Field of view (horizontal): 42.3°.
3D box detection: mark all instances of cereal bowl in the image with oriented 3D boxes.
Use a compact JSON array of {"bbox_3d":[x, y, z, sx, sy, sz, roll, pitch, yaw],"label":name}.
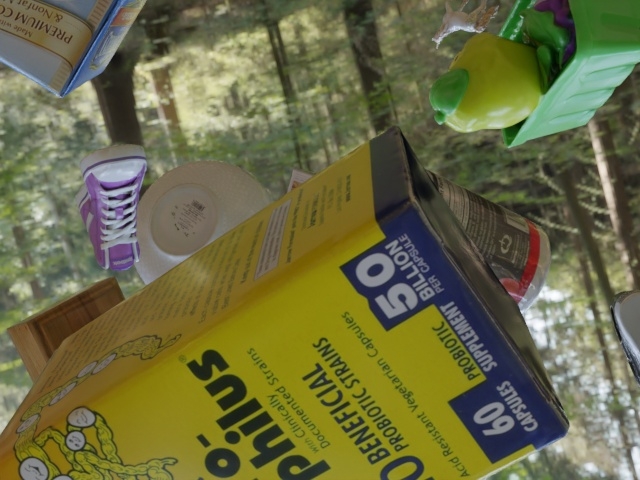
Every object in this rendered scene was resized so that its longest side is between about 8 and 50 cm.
[{"bbox_3d":[-0.263,-0.022,1.762,0.339,0.338,0.141,-14,160,14],"label":"cereal bowl"}]

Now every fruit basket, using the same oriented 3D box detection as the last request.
[{"bbox_3d":[0.367,-0.333,1.524,0.392,0.282,0.392,-3,160,-1],"label":"fruit basket"}]

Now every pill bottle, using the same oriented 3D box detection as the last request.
[{"bbox_3d":[0.161,-0.004,1.214,0.319,0.176,0.176,24,169,-18],"label":"pill bottle"}]

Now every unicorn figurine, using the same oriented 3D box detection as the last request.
[{"bbox_3d":[0.296,-0.471,1.758,0.060,0.111,0.162,21,-179,-32],"label":"unicorn figurine"}]

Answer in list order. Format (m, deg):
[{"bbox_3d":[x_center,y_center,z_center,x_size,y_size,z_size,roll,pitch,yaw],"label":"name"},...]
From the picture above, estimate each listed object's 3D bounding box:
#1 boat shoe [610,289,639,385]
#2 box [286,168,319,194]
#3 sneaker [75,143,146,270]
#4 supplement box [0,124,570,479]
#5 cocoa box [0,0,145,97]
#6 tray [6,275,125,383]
[{"bbox_3d":[0.466,0.172,1.150,0.080,0.228,0.076,-29,-178,3],"label":"boat shoe"},{"bbox_3d":[0.000,0.000,1.338,0.114,0.203,0.103,22,-171,34],"label":"box"},{"bbox_3d":[-0.317,-0.042,1.315,0.102,0.161,0.282,-13,167,-22],"label":"sneaker"},{"bbox_3d":[-0.035,0.107,0.623,0.357,0.194,0.195,-33,-163,14],"label":"supplement box"},{"bbox_3d":[-0.286,-0.307,0.660,0.228,0.347,0.231,-56,-165,9],"label":"cocoa box"},{"bbox_3d":[-0.365,0.290,1.460,0.076,0.410,0.203,-19,-171,35],"label":"tray"}]
